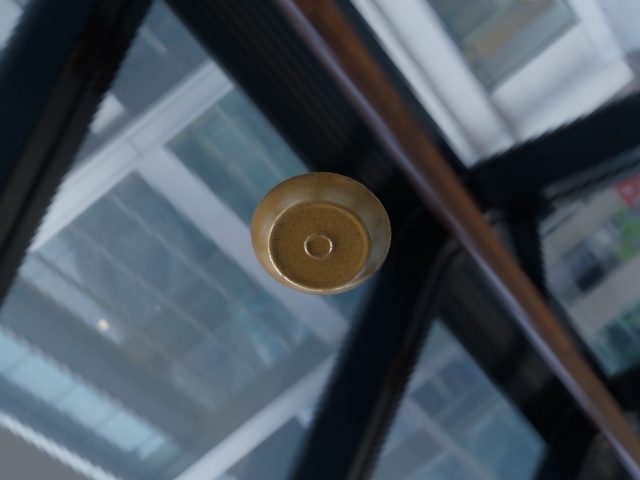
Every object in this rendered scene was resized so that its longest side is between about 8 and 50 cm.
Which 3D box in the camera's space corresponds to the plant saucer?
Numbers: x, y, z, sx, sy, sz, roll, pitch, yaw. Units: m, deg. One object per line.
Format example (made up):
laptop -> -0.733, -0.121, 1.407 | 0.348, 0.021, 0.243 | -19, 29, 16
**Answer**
plant saucer -> 0.000, 0.000, 0.894 | 0.083, 0.083, 0.015 | 49, -161, -22
